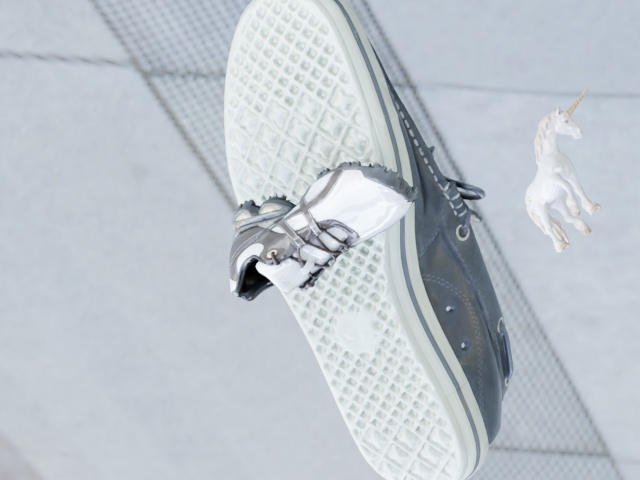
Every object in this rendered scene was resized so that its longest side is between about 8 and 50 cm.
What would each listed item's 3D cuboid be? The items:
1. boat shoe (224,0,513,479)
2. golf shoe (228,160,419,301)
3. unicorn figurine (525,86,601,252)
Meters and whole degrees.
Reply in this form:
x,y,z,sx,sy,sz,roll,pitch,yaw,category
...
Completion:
x,y,z,sx,sy,sz,roll,pitch,yaw,category
0.053,-0.010,1.601,0.187,0.156,0.500,-5,116,38,boat shoe
0.000,0.000,1.428,0.077,0.094,0.198,35,143,-28,golf shoe
0.251,-0.063,1.832,0.060,0.111,0.162,-11,148,-35,unicorn figurine
